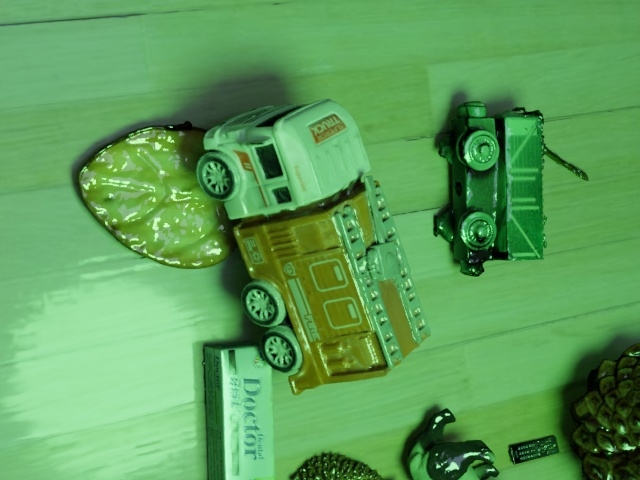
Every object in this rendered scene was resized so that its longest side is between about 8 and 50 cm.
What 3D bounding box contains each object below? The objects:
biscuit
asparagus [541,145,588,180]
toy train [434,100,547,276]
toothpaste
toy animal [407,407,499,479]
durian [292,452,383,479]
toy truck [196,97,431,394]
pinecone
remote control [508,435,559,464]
[{"bbox_3d":[-0.208,-0.066,1.565,0.260,0.041,0.203,9,91,-24],"label":"biscuit"},{"bbox_3d":[0.383,-0.138,1.847,0.163,0.016,0.016,32,59,-21],"label":"asparagus"},{"bbox_3d":[0.263,-0.079,1.740,0.154,0.115,0.269,-1,91,-19],"label":"toy train"},{"bbox_3d":[-0.114,0.313,1.602,0.081,0.067,0.336,-3,93,-28],"label":"toothpaste"},{"bbox_3d":[0.222,0.376,1.745,0.121,0.094,0.225,-42,117,-8],"label":"toy animal"},{"bbox_3d":[0.050,0.386,1.665,0.188,0.091,0.148,-11,96,-26],"label":"durian"},{"bbox_3d":[0.000,0.000,1.540,0.173,0.207,0.387,-34,108,-49],"label":"toy truck"},{"bbox_3d":[0.549,0.322,1.809,0.298,0.242,0.295,-9,112,6],"label":"pinecone"},{"bbox_3d":[0.346,0.340,1.842,0.091,0.016,0.034,-7,79,-25],"label":"remote control"}]
